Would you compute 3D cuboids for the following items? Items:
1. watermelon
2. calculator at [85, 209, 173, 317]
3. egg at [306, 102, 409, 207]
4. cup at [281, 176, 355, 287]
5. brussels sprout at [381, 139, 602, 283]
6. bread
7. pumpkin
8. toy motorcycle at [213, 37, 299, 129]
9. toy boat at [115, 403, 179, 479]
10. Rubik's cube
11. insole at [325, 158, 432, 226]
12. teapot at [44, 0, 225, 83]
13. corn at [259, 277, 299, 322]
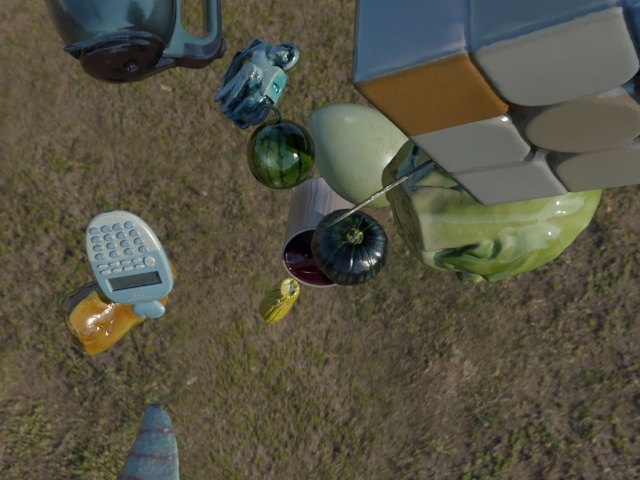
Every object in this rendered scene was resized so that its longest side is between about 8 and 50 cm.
[{"bbox_3d":[-0.053,-0.123,0.871,0.109,0.109,0.109,2,61,-3],"label":"watermelon"},{"bbox_3d":[-0.460,0.063,1.541,0.188,0.302,0.042,-10,30,6],"label":"calculator"},{"bbox_3d":[0.094,-0.206,1.488,0.295,0.218,0.218,40,61,-18],"label":"egg"},{"bbox_3d":[0.016,-0.007,1.869,0.208,0.288,0.273,-21,37,21],"label":"cup"},{"bbox_3d":[0.260,-0.094,0.981,0.328,0.247,0.328,-18,24,8],"label":"brussels sprout"},{"bbox_3d":[-0.560,0.167,1.793,0.149,0.195,0.344,26,47,32],"label":"bread"},{"bbox_3d":[0.075,0.014,1.589,0.202,0.140,0.202,3,66,-7],"label":"pumpkin"},{"bbox_3d":[-0.183,-0.441,1.755,0.206,0.154,0.260,22,83,35],"label":"toy motorcycle"},{"bbox_3d":[-0.361,0.469,1.306,0.206,0.096,0.282,-4,46,22],"label":"toy boat"},{"bbox_3d":[0.263,-0.263,0.642,0.347,0.344,0.346,-6,70,34],"label":"Rubik's cube"},{"bbox_3d":[0.087,-0.068,0.811,0.193,0.065,0.006,-33,92,-17],"label":"insole"},{"bbox_3d":[-0.322,-0.425,1.104,0.315,0.233,0.312,-9,82,-29],"label":"teapot"},{"bbox_3d":[-0.097,0.140,1.470,0.067,0.206,0.067,7,65,-16],"label":"corn"}]
